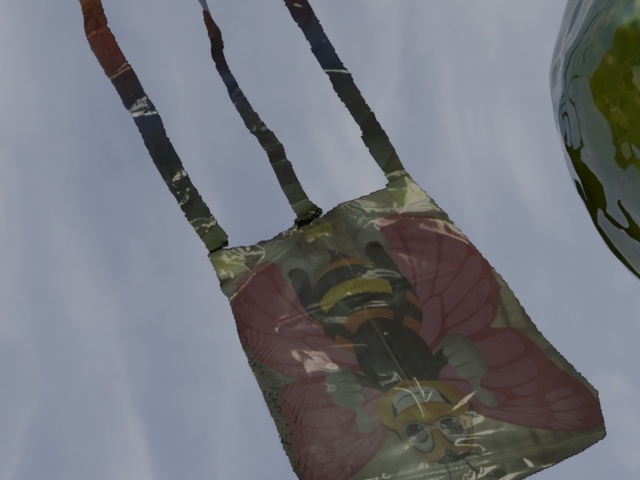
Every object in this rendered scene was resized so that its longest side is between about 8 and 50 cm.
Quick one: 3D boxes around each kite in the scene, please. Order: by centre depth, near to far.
[{"bbox_3d":[-0.001,0.002,0.927,0.204,0.022,0.360,-20,-69,32],"label":"kite"}]

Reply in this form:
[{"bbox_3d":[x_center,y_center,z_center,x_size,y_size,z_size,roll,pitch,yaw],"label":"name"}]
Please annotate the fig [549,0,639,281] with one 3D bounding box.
[{"bbox_3d":[0.182,-0.053,0.620,0.233,0.314,0.233,5,-75,18],"label":"fig"}]
